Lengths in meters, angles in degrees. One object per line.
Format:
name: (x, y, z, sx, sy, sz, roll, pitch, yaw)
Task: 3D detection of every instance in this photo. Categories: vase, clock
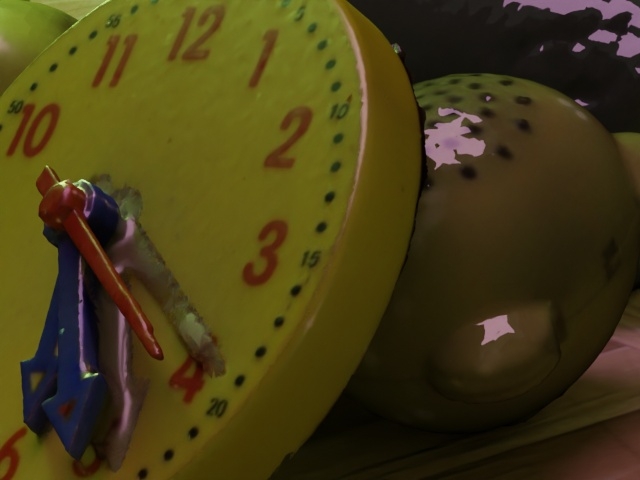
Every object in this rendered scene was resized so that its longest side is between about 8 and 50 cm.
vase: (0.069, -0.090, 1.037, 0.291, 0.245, 0.245, 22, 25, 20)
clock: (-0.088, 0.003, 0.766, 0.277, 0.293, 0.071, -3, -31, 42)

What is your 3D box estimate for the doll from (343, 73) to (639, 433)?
doll: (0.025, 0.001, 0.857, 0.260, 0.161, 0.177, 8, 40, 38)

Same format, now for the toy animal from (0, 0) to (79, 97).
toy animal: (-0.253, -0.077, 1.345, 0.338, 0.191, 0.216, -7, 19, 3)
